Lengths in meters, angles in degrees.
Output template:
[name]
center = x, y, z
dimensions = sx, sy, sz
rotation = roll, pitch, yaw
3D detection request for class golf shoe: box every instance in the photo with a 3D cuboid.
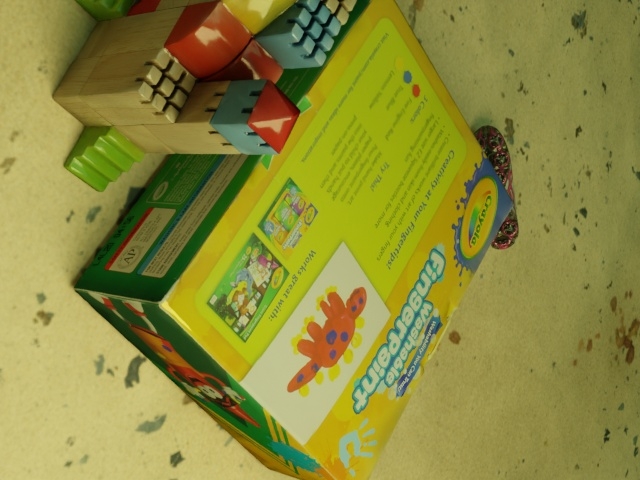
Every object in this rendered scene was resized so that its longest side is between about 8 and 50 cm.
[golf shoe]
center = 0.258, -0.082, 1.445
dimensions = 0.086, 0.067, 0.186
rotation = -38, 121, -75

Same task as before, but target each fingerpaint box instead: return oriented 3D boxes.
[fingerpaint box]
center = 0.000, 0.000, 1.097
dimensions = 0.371, 0.163, 0.445
rotation = 51, 59, -36

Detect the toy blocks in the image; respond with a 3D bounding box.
[toy blocks]
center = -0.084, -0.227, 0.915
dimensions = 0.191, 0.261, 0.381
rotation = 42, 64, -40
